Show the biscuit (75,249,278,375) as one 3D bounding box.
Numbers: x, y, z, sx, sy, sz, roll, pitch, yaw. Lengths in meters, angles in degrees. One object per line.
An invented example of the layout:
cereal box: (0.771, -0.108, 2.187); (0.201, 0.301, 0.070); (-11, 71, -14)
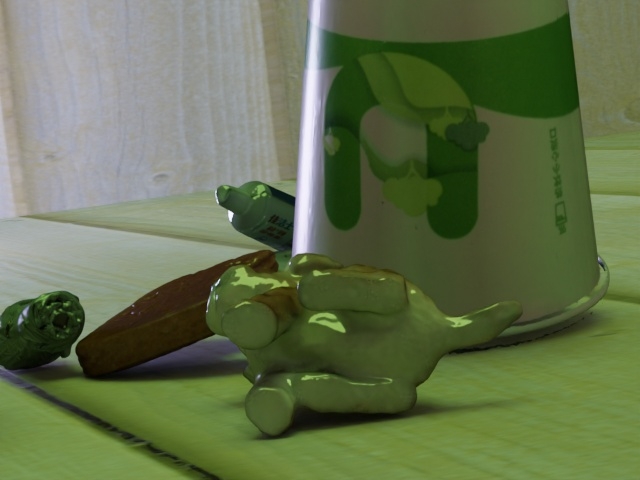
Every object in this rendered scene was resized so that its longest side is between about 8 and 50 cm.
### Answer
biscuit: (-0.092, 0.051, 1.495); (0.186, 0.036, 0.192); (-22, 8, 27)

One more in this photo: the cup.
cup: (0.093, -0.088, 1.441); (0.253, 0.274, 0.253); (-1, 20, 1)

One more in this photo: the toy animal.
toy animal: (0.023, 0.056, 1.235); (0.184, 0.104, 0.185); (-9, 1, -8)

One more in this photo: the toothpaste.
toothpaste: (0.001, -0.001, 1.725); (0.069, 0.047, 0.268); (-42, -40, 20)

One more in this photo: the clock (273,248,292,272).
clock: (0.032, 0.035, 1.630); (0.191, 0.062, 0.151); (-8, 5, -21)

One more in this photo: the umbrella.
umbrella: (-0.226, 0.074, 1.532); (0.067, 0.062, 0.143); (-48, 10, -27)
